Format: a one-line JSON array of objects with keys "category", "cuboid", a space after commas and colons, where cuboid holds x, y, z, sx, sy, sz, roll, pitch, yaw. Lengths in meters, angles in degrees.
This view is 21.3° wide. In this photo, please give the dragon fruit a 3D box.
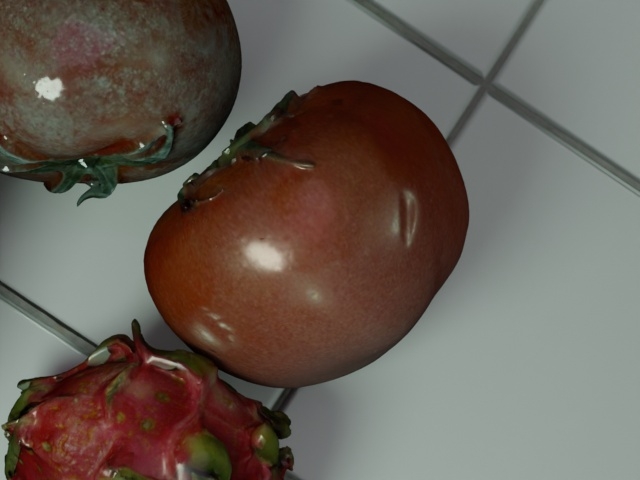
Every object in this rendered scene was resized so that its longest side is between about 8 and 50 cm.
[{"category": "dragon fruit", "cuboid": [-0.178, 0.223, 1.697, 0.303, 0.237, 0.231, 5, 59, 11]}]

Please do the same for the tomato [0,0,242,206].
[{"category": "tomato", "cuboid": [-0.237, -0.181, 1.714, 0.317, 0.316, 0.282, -1, 80, -9]}]

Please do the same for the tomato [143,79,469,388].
[{"category": "tomato", "cuboid": [0.000, 0.000, 1.715, 0.341, 0.341, 0.273, -42, 98, -14]}]
